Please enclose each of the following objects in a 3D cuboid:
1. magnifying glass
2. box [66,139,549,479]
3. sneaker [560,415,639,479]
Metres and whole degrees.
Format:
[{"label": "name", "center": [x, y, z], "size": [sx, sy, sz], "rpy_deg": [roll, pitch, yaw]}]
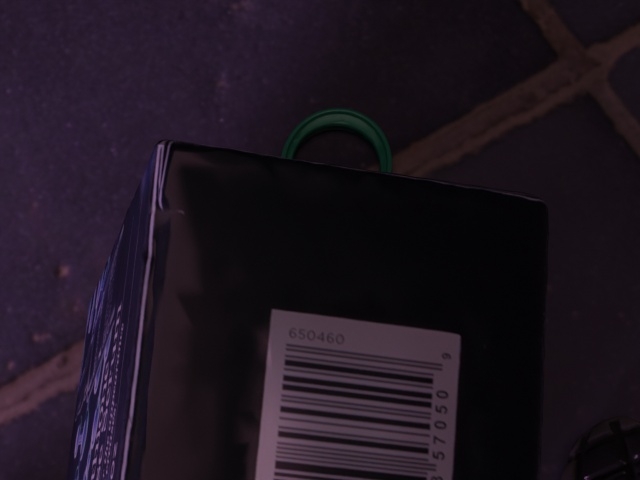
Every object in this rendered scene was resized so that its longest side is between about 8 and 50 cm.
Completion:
[{"label": "magnifying glass", "center": [0.000, 0.000, 1.085], "size": [0.092, 0.026, 0.231], "rpy_deg": [11, 70, 3]}, {"label": "box", "center": [-0.038, 0.147, 0.811], "size": [0.212, 0.395, 0.293], "rpy_deg": [8, 74, -12]}, {"label": "sneaker", "center": [0.246, 0.255, 0.968], "size": [0.101, 0.106, 0.267], "rpy_deg": [-29, 50, 24]}]
